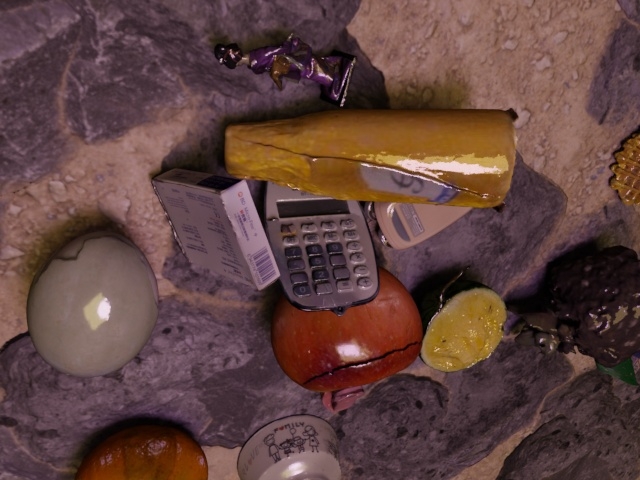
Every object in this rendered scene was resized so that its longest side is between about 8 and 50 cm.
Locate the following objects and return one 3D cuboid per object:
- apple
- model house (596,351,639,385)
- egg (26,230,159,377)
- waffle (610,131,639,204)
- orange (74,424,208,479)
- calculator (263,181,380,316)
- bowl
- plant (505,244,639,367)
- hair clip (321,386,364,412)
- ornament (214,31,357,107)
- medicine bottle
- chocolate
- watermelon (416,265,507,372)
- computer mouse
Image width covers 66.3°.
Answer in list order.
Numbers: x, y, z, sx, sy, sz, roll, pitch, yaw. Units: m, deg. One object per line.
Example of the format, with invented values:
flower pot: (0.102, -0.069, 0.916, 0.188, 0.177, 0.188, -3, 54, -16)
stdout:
apple: (0.044, 0.153, 0.874, 0.272, 0.251, 0.206, -12, 75, -14)
model house: (0.791, 0.288, 1.290, 0.088, 0.117, 0.167, -46, 120, -14)
egg: (-0.333, 0.087, 0.736, 0.183, 0.183, 0.217, 18, 115, -26)
waffle: (0.719, -0.165, 1.084, 0.191, 0.038, 0.191, -8, 117, -17)
orange: (-0.331, 0.460, 0.917, 0.240, 0.171, 0.240, -8, 116, -18)
calculator: (0.000, 0.000, 0.795, 0.177, 0.268, 0.040, -4, 147, -17)
bowl: (-0.054, 0.516, 1.072, 0.238, 0.126, 0.237, -9, 118, -17)
plant: (0.588, 0.165, 1.091, 0.312, 0.213, 0.215, -31, 122, 7)
hair clip: (0.042, 0.305, 1.063, 0.123, 0.102, 0.138, -11, 149, -13)
ornament: (-0.058, -0.267, 0.734, 0.203, 0.081, 0.088, 7, 110, -20)
medicine bottle: (-0.163, -0.019, 0.743, 0.052, 0.201, 0.171, -38, 124, -33)
chocolate: (0.072, -0.126, 0.773, 0.446, 0.162, 0.162, 1, 115, -1)
watermelon: (0.271, 0.163, 1.021, 0.204, 0.127, 0.232, -47, 122, 6)
computer mouse: (0.197, -0.083, 0.906, 0.236, 0.082, 0.145, -34, 119, -1)
